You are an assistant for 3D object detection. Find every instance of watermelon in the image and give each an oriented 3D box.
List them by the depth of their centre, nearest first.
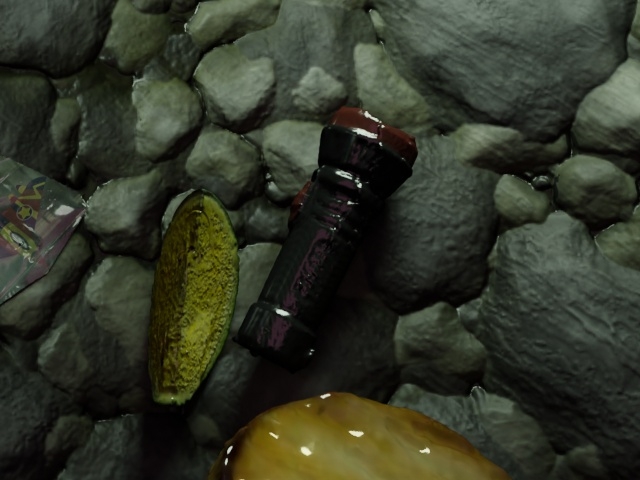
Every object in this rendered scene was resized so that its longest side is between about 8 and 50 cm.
[{"bbox_3d":[-0.124,0.049,0.883,0.075,0.092,0.181,5,83,21],"label":"watermelon"}]

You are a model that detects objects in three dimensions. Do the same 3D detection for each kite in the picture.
[{"bbox_3d":[-0.341,-0.051,0.967,0.245,0.015,0.141,40,79,13],"label":"kite"}]

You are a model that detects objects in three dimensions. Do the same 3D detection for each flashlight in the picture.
[{"bbox_3d":[0.000,0.000,0.886,0.093,0.093,0.232,27,81,12],"label":"flashlight"}]

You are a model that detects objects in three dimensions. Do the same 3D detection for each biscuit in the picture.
[{"bbox_3d":[0.046,0.242,0.734,0.296,0.296,0.102,37,123,14],"label":"biscuit"}]
